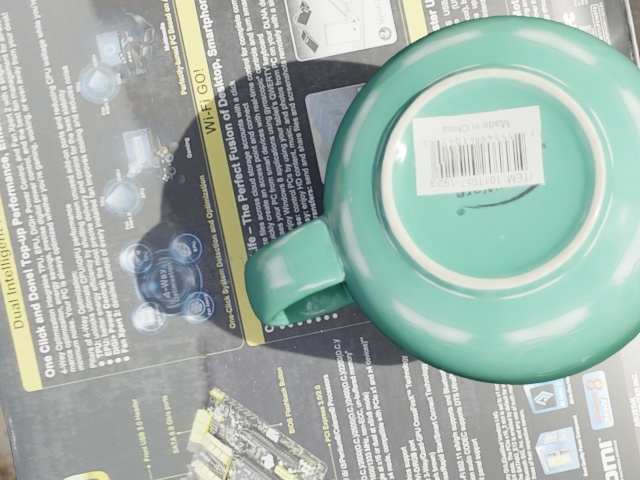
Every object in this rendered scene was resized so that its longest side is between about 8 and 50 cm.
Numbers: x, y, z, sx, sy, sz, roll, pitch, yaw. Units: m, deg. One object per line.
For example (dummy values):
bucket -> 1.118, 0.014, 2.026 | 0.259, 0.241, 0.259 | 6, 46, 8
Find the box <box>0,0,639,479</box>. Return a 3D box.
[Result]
box -> 0.000, 0.000, 0.647 | 0.318, 0.097, 0.395 | -12, 93, -4

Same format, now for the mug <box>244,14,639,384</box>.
mug -> 0.058, -0.004, 0.491 | 0.129, 0.097, 0.158 | 39, 92, 15
